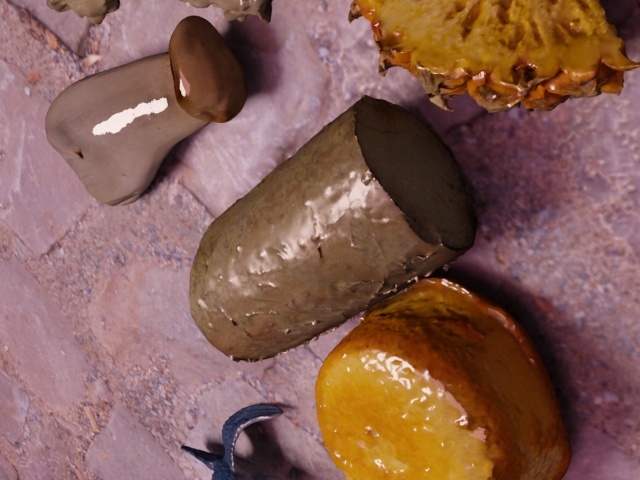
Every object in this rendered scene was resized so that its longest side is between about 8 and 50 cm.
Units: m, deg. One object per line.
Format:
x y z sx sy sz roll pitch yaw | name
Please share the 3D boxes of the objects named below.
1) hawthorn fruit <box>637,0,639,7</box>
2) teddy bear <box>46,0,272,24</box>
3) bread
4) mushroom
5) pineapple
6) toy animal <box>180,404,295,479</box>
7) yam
0.196 -0.239 0.481 0.163 0.162 0.203 30 146 24 | hawthorn fruit
-0.165 -0.343 0.699 0.368 0.224 0.357 35 130 0 | teddy bear
0.109 0.170 0.749 0.268 0.146 0.268 20 123 35 | bread
-0.196 -0.141 0.871 0.329 0.122 0.159 -16 137 43 | mushroom
0.108 -0.147 0.571 0.140 0.164 0.249 -27 64 3 | pineapple
-0.122 0.328 1.012 0.176 0.239 0.255 16 170 2 | toy animal
0.000 0.000 0.733 0.304 0.168 0.168 -33 89 43 | yam
